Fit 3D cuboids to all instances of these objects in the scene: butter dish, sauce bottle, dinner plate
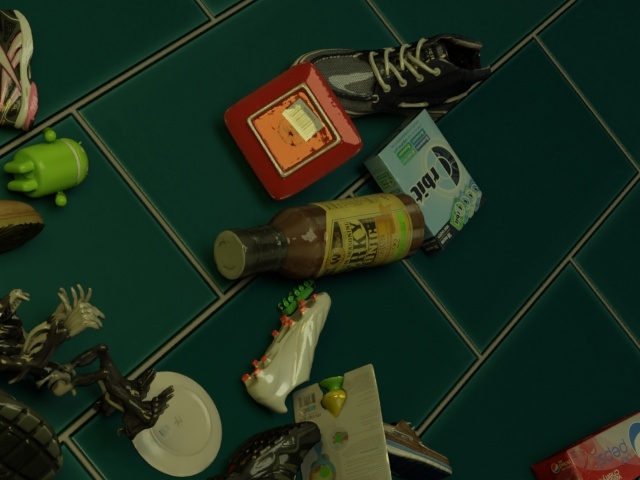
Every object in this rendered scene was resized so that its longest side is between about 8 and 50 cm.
[{"bbox_3d":[-0.039,-0.156,2.074,0.160,0.118,0.160,-33,86,-1],"label":"butter dish"},{"bbox_3d":[0.000,0.000,2.013,0.344,0.111,0.111,-12,73,-41],"label":"sauce bottle"},{"bbox_3d":[-0.184,0.232,1.794,0.141,0.017,0.141,18,56,-29],"label":"dinner plate"}]

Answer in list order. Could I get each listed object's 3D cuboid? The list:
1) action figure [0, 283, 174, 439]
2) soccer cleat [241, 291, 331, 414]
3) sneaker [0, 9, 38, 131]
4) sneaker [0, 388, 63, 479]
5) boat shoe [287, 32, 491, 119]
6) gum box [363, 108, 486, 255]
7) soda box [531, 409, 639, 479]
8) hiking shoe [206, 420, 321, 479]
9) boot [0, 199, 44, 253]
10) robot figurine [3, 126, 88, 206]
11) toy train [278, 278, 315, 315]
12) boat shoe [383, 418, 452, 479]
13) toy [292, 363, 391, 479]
[{"bbox_3d":[-0.309,0.120,1.659,0.276,0.141,0.164,34,5,-25],"label":"action figure"},{"bbox_3d":[-0.034,0.153,1.927,0.076,0.068,0.196,45,54,-13],"label":"soccer cleat"},{"bbox_3d":[-0.418,-0.228,1.835,0.077,0.072,0.178,1,59,-27],"label":"sneaker"},{"bbox_3d":[-0.394,0.183,1.590,0.267,0.101,0.106,47,2,-32],"label":"sneaker"},{"bbox_3d":[0.115,-0.274,2.227,0.341,0.158,0.127,-5,69,-41],"label":"boat shoe"},{"bbox_3d":[0.168,-0.094,2.231,0.184,0.041,0.157,54,46,-10],"label":"gum box"},{"bbox_3d":[0.452,0.341,2.198,0.263,0.083,0.092,-17,77,-44],"label":"soda box"},{"bbox_3d":[-0.071,0.321,1.801,0.227,0.086,0.114,-36,104,-39],"label":"hiking shoe"},{"bbox_3d":[-0.479,-0.109,1.701,0.236,0.089,0.269,-9,71,-42],"label":"boot"},{"bbox_3d":[-0.350,-0.094,1.810,0.115,0.067,0.101,-21,107,-44],"label":"robot figurine"},{"bbox_3d":[-0.032,0.080,2.004,0.023,0.017,0.083,57,44,-11],"label":"toy train"},{"bbox_3d":[0.109,0.285,1.964,0.183,0.066,0.066,24,51,-27],"label":"boat shoe"},{"bbox_3d":[0.042,0.298,1.866,0.056,0.137,0.237,21,53,-53],"label":"toy"}]
